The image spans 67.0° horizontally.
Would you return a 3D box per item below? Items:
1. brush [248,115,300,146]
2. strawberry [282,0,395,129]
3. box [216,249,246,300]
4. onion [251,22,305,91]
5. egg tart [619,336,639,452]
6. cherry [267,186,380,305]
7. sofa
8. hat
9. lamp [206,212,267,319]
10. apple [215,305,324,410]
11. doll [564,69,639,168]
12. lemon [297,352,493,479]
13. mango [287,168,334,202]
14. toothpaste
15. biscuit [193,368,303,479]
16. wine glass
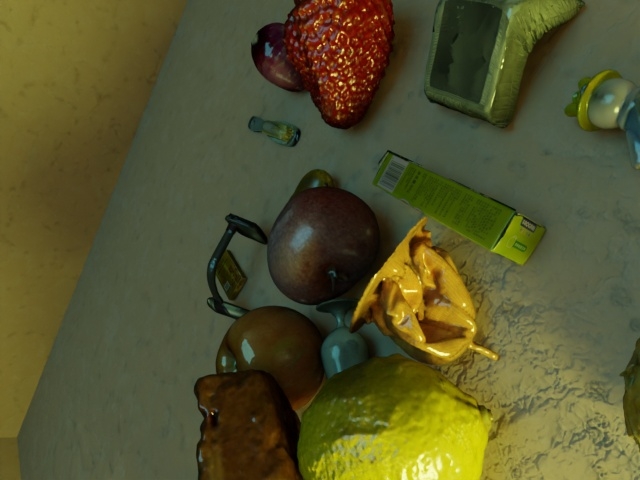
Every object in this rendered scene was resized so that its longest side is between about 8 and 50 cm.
[{"bbox_3d":[-0.166,-0.347,1.485,0.296,0.060,0.068,30,101,49],"label":"brush"},{"bbox_3d":[0.045,-0.448,1.168,0.312,0.266,0.352,-126,28,-73],"label":"strawberry"},{"bbox_3d":[-0.278,0.104,1.477,0.089,0.022,0.156,-60,42,15],"label":"box"},{"bbox_3d":[-0.114,-0.539,1.411,0.200,0.200,0.208,-21,67,43],"label":"onion"},{"bbox_3d":[0.510,0.146,0.476,0.351,0.153,0.340,29,96,49],"label":"egg tart"},{"bbox_3d":[0.000,0.000,1.057,0.261,0.221,0.308,-44,28,18],"label":"cherry"},{"bbox_3d":[0.328,-0.352,0.915,0.210,0.175,0.226,40,135,48],"label":"sofa"},{"bbox_3d":[0.209,0.125,0.840,0.233,0.233,0.244,35,79,18],"label":"hat"},{"bbox_3d":[-0.215,0.087,1.335,0.203,0.124,0.284,18,87,24],"label":"lamp"},{"bbox_3d":[-0.118,0.267,1.080,0.253,0.253,0.254,-20,62,43],"label":"apple"},{"bbox_3d":[0.462,-0.183,0.686,0.241,0.098,0.135,42,147,49],"label":"doll"},{"bbox_3d":[0.112,0.321,0.770,0.321,0.268,0.269,-31,54,28],"label":"lemon"},{"bbox_3d":[-0.028,-0.114,1.233,0.161,0.076,0.103,-38,55,38],"label":"mango"},{"bbox_3d":[0.237,-0.069,0.889,0.327,0.110,0.077,40,105,48],"label":"toothpaste"},{"bbox_3d":[-0.091,0.456,0.873,0.166,0.395,0.343,-19,48,-4],"label":"biscuit"},{"bbox_3d":[0.053,0.243,0.993,0.103,0.103,0.231,-28,61,40],"label":"wine glass"}]
